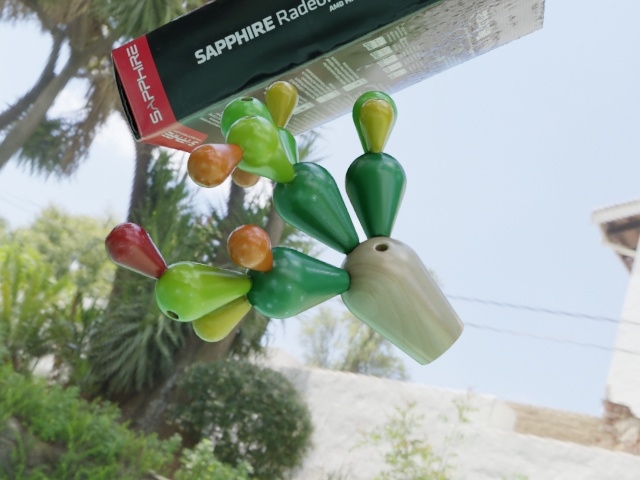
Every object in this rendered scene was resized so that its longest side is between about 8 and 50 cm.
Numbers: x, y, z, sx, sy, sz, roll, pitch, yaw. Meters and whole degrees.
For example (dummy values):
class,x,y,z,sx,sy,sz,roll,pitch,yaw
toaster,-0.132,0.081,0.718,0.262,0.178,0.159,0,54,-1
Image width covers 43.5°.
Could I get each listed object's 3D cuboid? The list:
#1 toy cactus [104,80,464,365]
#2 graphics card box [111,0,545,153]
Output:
class,x,y,z,sx,sy,sz,roll,pitch,yaw
toy cactus,0.000,0.000,0.450,0.180,0.219,0.112,47,-51,-2
graphics card box,0.022,-0.189,0.751,0.370,0.094,0.233,-21,-6,14
